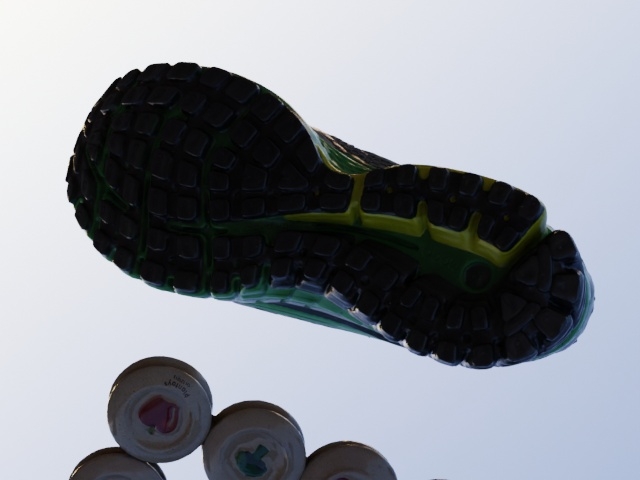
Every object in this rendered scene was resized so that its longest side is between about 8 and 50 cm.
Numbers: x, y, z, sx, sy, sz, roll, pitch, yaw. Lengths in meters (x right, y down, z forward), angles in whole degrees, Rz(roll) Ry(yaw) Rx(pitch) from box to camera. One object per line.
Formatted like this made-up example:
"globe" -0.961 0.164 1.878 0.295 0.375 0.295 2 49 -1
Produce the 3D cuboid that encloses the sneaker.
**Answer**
"sneaker" 0.000 0.000 1.155 0.134 0.344 0.146 -66 160 -3

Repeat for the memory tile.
"memory tile" -0.023 0.114 0.693 0.113 0.148 0.012 -63 -169 16
